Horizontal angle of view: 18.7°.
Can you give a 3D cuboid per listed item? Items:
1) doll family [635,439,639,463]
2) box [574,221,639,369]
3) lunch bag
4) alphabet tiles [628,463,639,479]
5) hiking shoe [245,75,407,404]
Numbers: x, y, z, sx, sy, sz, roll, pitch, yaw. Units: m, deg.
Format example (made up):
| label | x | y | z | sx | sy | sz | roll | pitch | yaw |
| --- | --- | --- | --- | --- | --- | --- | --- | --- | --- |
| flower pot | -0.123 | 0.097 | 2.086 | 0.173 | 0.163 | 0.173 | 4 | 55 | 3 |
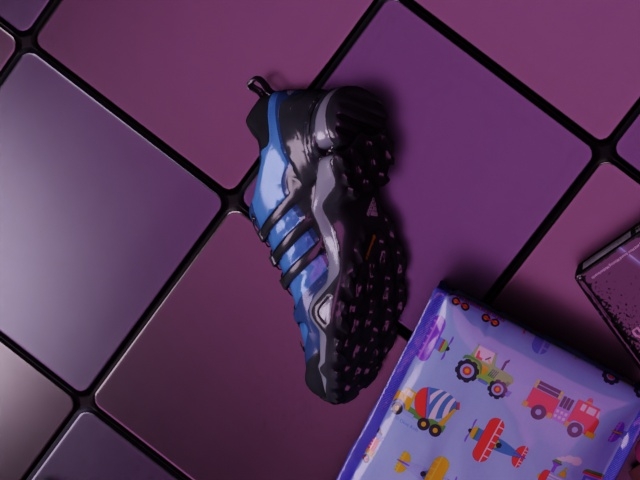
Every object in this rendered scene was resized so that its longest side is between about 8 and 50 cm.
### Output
| label | x | y | z | sx | sy | sz | roll | pitch | yaw |
| --- | --- | --- | --- | --- | --- | --- | --- | --- | --- |
| doll family | 0.343 | 0.241 | 1.670 | 0.118 | 0.263 | 0.163 | 45 | 142 | -18 |
| box | 0.344 | 0.037 | 1.754 | 0.180 | 0.077 | 0.147 | -35 | 92 | 11 |
| lunch bag | 0.138 | 0.217 | 1.762 | 0.221 | 0.138 | 0.293 | 28 | 93 | 4 |
| alphabet tiles | 0.389 | 0.201 | 1.728 | 0.237 | 0.009 | 0.198 | -37 | 55 | 27 |
| hiking shoe | 0.000 | 0.000 | 1.806 | 0.132 | 0.113 | 0.304 | 11 | 108 | 38 |
